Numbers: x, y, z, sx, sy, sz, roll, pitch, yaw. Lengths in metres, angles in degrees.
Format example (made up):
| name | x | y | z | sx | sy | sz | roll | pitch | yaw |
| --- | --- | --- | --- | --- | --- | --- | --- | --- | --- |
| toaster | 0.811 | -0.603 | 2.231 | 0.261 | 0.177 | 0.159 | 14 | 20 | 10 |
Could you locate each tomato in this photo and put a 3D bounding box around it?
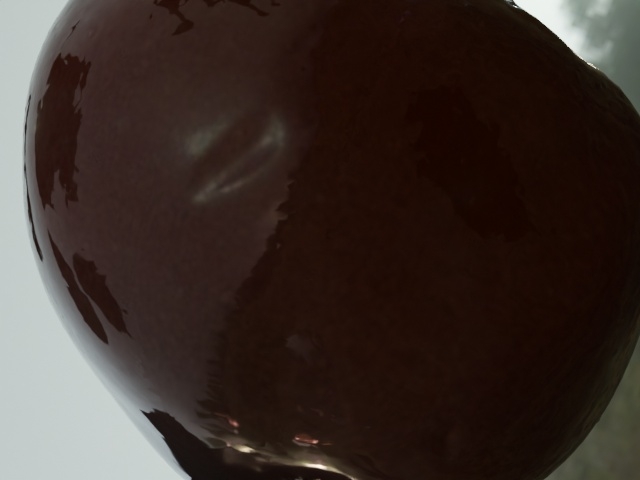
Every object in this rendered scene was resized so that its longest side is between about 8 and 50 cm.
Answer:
| name | x | y | z | sx | sy | sz | roll | pitch | yaw |
| --- | --- | --- | --- | --- | --- | --- | --- | --- | --- |
| tomato | 0.000 | 0.000 | 0.944 | 0.341 | 0.341 | 0.273 | 91 | -163 | -73 |
